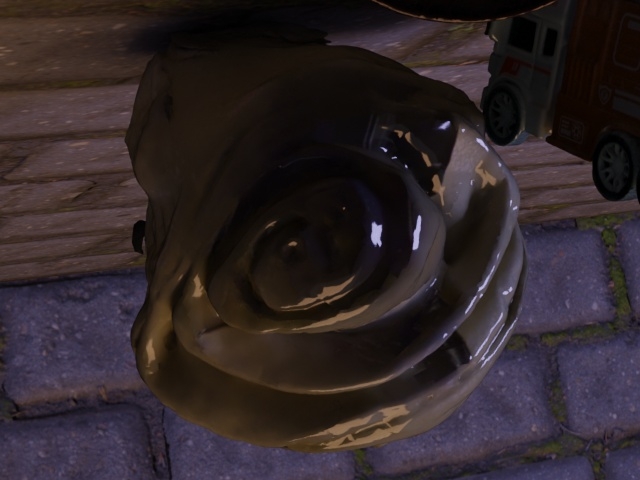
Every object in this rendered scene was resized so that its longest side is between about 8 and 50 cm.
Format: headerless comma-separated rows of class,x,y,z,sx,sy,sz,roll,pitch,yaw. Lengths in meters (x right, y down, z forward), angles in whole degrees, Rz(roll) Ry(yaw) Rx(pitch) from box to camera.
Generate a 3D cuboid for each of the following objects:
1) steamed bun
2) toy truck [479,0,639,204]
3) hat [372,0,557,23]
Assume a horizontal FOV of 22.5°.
steamed bun,0.000,0.000,1.265,0.346,0.394,0.237,-45,-170,-12
toy truck,0.254,-0.124,1.229,0.136,0.162,0.305,-5,-158,-29
hat,0.077,-0.214,0.861,0.193,0.082,0.193,3,136,3
